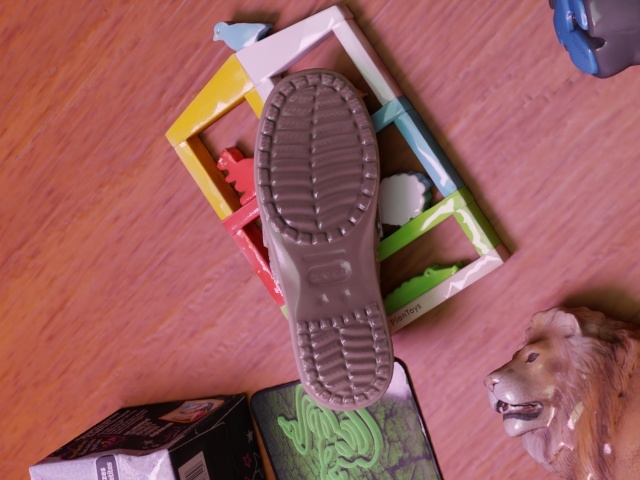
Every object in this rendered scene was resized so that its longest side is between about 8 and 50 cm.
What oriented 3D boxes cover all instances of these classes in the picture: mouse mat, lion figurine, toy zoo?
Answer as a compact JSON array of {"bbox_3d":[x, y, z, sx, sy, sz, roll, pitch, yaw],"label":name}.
[{"bbox_3d":[0.031,0.204,1.251,0.152,0.007,0.190,-17,94,23],"label":"mouse mat"},{"bbox_3d":[0.290,0.121,0.992,0.392,0.142,0.240,-25,57,42],"label":"lion figurine"},{"bbox_3d":[-0.001,-0.058,1.194,0.192,0.030,0.293,-35,88,23],"label":"toy zoo"}]

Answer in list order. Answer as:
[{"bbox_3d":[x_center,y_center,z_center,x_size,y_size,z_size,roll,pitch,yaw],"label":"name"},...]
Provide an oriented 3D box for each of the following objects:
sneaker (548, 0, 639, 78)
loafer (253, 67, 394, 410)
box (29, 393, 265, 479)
[{"bbox_3d":[0.214,-0.294,1.037,0.139,0.125,0.341,-13,94,-4],"label":"sneaker"},{"bbox_3d":[0.000,0.000,1.139,0.102,0.092,0.268,-4,85,-6],"label":"loafer"},{"bbox_3d":[-0.130,0.278,1.241,0.142,0.163,0.247,-10,97,23],"label":"box"}]
